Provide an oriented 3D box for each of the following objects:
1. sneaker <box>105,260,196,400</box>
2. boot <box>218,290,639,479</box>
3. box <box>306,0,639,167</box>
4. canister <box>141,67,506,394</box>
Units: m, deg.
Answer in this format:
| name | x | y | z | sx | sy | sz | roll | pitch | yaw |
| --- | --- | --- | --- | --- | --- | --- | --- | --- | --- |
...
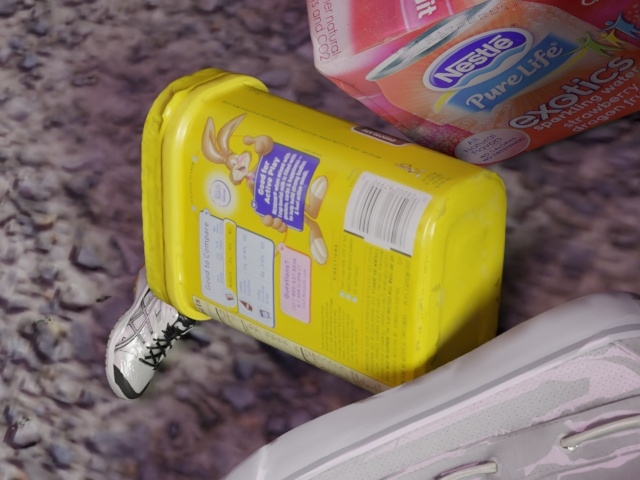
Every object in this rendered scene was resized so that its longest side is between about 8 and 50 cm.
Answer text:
| name | x | y | z | sx | sy | sz | roll | pitch | yaw |
| --- | --- | --- | --- | --- | --- | --- | --- | --- | --- |
| sneaker | -0.086 | 0.046 | 0.842 | 0.037 | 0.032 | 0.083 | 11 | 79 | 37 |
| boot | 0.052 | 0.131 | 0.675 | 0.258 | 0.095 | 0.123 | -32 | 50 | 19 |
| box | 0.079 | -0.206 | 0.756 | 0.154 | 0.142 | 0.300 | -19 | 63 | 27 |
| canister | 0.000 | 0.000 | 0.752 | 0.170 | 0.073 | 0.126 | 23 | 124 | 35 |
